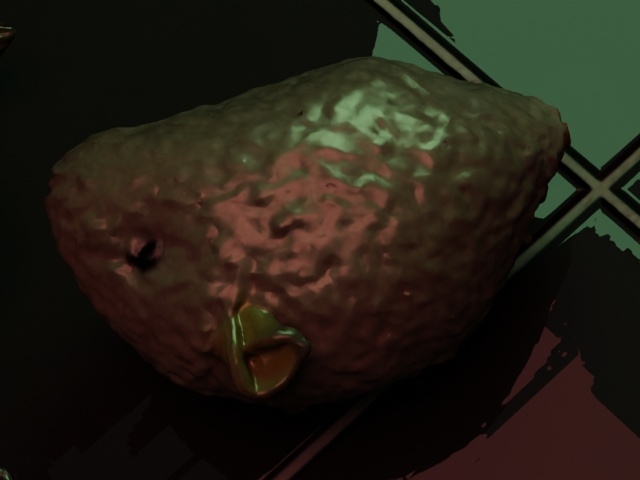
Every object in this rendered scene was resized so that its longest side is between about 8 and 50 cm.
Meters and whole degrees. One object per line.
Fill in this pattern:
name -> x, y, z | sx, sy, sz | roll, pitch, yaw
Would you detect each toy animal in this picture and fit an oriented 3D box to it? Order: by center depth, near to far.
toy animal -> 0.007, -0.002, 1.327 | 0.358, 0.188, 0.226 | -18, 73, 1

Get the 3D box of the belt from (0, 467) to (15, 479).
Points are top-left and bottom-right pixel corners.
belt -> -0.320, 0.301, 1.295 | 0.126, 0.094, 0.359 | 29, 71, 26

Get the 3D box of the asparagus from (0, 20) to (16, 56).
asparagus -> -0.362, -0.117, 1.512 | 0.287, 0.080, 0.080 | -20, 62, 14
